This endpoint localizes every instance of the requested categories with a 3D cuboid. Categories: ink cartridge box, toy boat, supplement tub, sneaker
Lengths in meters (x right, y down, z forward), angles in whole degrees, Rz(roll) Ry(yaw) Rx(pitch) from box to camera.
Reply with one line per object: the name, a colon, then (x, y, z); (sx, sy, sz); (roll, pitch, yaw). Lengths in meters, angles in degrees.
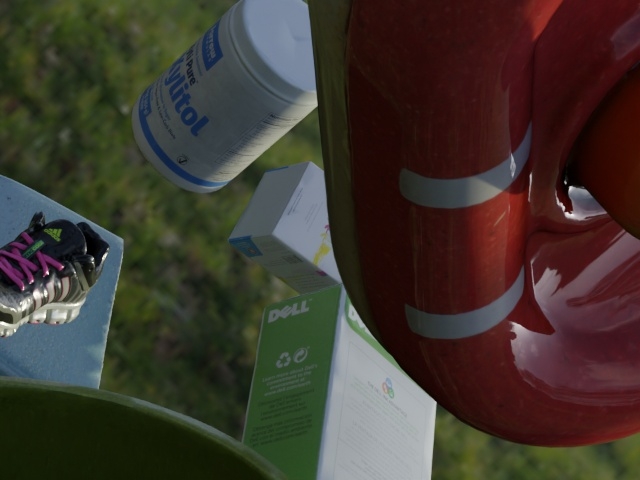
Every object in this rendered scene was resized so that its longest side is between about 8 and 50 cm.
ink cartridge box: (0.000, 0.000, 1.868); (0.143, 0.090, 0.092); (36, -22, -24)
toy boat: (0.093, -0.019, 0.453); (0.151, 0.151, 0.231); (47, -18, 28)
supplement tub: (-0.047, -0.080, 1.007); (0.071, 0.107, 0.071); (26, 43, -28)
ink cartridge box: (0.015, 0.098, 1.088); (0.109, 0.062, 0.209); (42, 43, -39)
sneaker: (-0.194, 0.017, 1.235); (0.063, 0.075, 0.170); (40, 14, 17)

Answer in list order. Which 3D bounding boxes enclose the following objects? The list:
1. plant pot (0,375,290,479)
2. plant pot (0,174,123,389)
plant pot: (-0.187, 0.303, 0.902); (0.366, 0.366, 0.353); (-134, -136, -60)
plant pot: (-0.373, 0.069, 1.760); (0.252, 0.247, 0.248); (39, 36, -30)
